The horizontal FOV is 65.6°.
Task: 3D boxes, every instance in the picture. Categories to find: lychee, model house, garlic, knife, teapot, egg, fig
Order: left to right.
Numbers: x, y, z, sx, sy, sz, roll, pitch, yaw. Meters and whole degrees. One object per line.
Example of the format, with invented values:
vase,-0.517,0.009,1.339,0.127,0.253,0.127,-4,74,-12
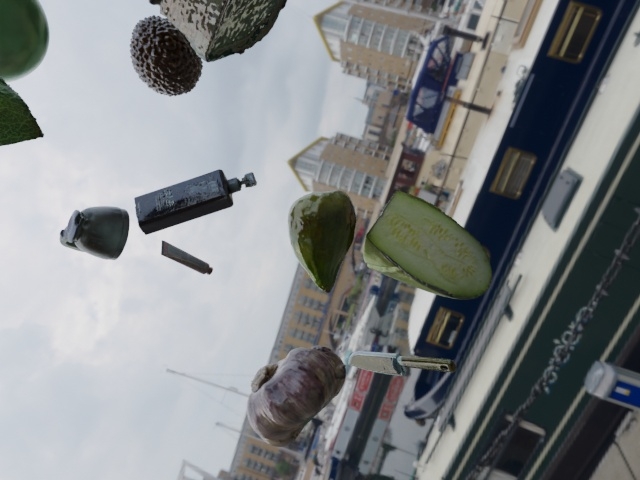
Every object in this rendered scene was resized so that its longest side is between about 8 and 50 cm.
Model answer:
egg,-0.623,-0.397,0.866,0.221,0.270,0.220,-26,54,42
teapot,-0.465,-0.023,1.018,0.149,0.108,0.111,11,86,50
lychee,-0.417,-0.492,1.352,0.238,0.200,0.199,67,-139,-68
model house,-0.242,-0.607,1.123,0.243,0.284,0.298,-46,2,45
garlic,-0.061,0.320,1.072,0.245,0.160,0.245,-42,-20,-19
fig,-0.003,-0.014,1.199,0.167,0.167,0.233,-59,-17,-67
knife,0.176,0.295,1.170,0.027,0.061,0.343,-34,16,-37

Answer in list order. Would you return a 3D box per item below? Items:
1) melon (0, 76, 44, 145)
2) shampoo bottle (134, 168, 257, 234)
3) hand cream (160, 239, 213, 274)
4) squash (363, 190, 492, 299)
melon,-0.605,-0.197,0.777,0.169,0.265,0.129,-46,-47,-59
shampoo bottle,-0.314,-0.110,1.273,0.071,0.310,0.098,75,176,-56
hand cream,-0.463,0.067,1.720,0.043,0.210,0.067,-34,44,25
squash,0.308,0.035,1.346,0.233,0.309,0.210,-52,-32,-30
